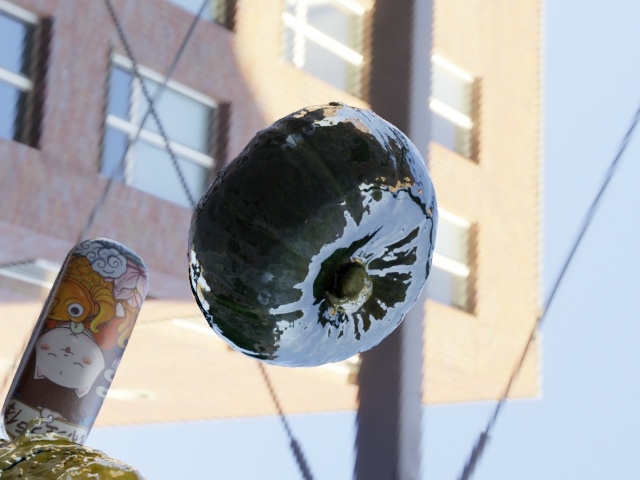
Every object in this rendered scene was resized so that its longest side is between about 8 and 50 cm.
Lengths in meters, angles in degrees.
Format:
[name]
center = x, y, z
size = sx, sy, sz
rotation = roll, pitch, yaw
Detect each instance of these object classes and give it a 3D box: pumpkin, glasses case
[pumpkin]
center = 0.000, 0.000, 1.565
size = 0.207, 0.300, 0.300
rotation = 40, -78, 44
[glasses case]
center = -0.336, 0.147, 1.973
size = 0.082, 0.122, 0.321
rotation = -21, -135, 59

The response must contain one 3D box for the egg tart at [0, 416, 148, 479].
[egg tart]
center = -0.282, 0.385, 1.709
size = 0.169, 0.388, 0.388
rotation = -37, -124, 30
